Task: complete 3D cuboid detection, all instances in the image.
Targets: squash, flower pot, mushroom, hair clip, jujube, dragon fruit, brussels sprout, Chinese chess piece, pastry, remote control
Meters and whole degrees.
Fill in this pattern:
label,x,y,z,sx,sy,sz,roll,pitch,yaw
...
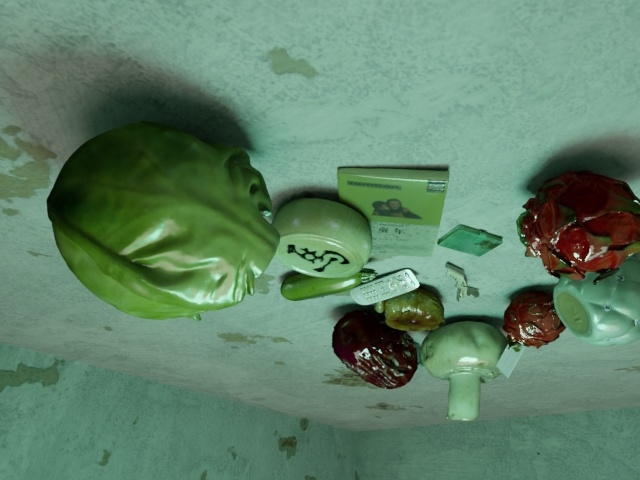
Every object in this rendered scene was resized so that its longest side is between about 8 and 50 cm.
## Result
label,x,y,z,sx,sy,sz,roll,pitch,yaw
squash,0.011,0.119,1.518,0.341,0.094,0.094,-14,146,34
flower pot,0.722,0.149,1.326,0.195,0.246,0.246,-20,152,-8
mushroom,0.506,0.454,1.810,0.314,0.336,0.314,6,159,2
hair clip,0.415,0.121,1.525,0.072,0.034,0.226,-11,146,19
jujube,0.194,0.377,1.818,0.258,0.258,0.376,-12,140,27
dragon fruit,0.644,0.239,1.570,0.172,0.172,0.209,22,127,-29
dragon fruit,0.546,-0.036,1.039,0.293,0.233,0.234,-2,151,19
brussels sprout,-0.324,-0.038,1.006,0.425,0.342,0.361,-20,144,36
Chinese chess piece,0.000,0.000,1.257,0.250,0.101,0.250,10,152,5
pastry,0.285,0.219,1.649,0.229,0.100,0.218,10,151,-8
remote control,0.190,0.140,1.574,0.229,0.044,0.073,-25,107,33

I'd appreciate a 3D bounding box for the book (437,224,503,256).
label,x,y,z,sx,sy,sz,roll,pitch,yaw
book,0.383,0.003,1.331,0.135,0.017,0.103,15,150,-20

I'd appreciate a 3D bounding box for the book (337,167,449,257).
label,x,y,z,sx,sy,sz,roll,pitch,yaw
book,0.165,-0.054,1.238,0.239,0.035,0.352,4,151,7

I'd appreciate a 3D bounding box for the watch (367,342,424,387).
label,x,y,z,sx,sy,sz,roll,pitch,yaw
watch,0.295,0.490,2.116,0.241,0.161,0.253,-13,152,4

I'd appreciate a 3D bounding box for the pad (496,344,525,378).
label,x,y,z,sx,sy,sz,roll,pitch,yaw
pad,0.655,0.342,1.730,0.004,0.232,0.156,25,170,41
